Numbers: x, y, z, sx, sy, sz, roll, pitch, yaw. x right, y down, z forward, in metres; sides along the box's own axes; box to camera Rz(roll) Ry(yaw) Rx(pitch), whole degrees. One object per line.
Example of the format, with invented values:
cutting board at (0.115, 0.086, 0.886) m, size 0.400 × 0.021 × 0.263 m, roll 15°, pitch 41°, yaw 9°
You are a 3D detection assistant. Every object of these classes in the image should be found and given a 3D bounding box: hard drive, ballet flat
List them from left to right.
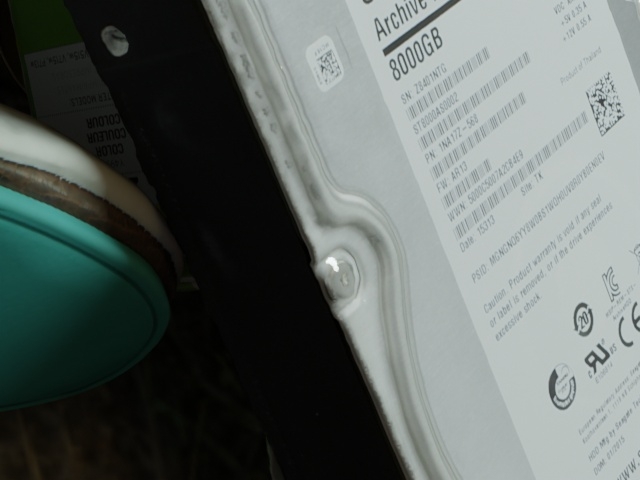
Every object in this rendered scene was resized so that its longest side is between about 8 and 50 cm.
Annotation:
ballet flat at (-0.217, -0.022, 0.496) m, size 0.400 × 0.139 × 0.139 m, roll 0°, pitch 68°, yaw -40°
hard drive at (0.053, -0.027, 0.633) m, size 0.237 × 0.064 × 0.339 m, roll -40°, pitch 114°, yaw -43°

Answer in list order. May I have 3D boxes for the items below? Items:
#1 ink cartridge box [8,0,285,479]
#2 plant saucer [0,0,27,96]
ink cartridge box at (0.000, 0.000, 0.692) m, size 0.189 × 0.097 × 0.255 m, roll -16°, pitch 99°, yaw -45°
plant saucer at (-0.095, -0.075, 0.701) m, size 0.083 × 0.015 × 0.083 m, roll 20°, pitch 56°, yaw -33°
